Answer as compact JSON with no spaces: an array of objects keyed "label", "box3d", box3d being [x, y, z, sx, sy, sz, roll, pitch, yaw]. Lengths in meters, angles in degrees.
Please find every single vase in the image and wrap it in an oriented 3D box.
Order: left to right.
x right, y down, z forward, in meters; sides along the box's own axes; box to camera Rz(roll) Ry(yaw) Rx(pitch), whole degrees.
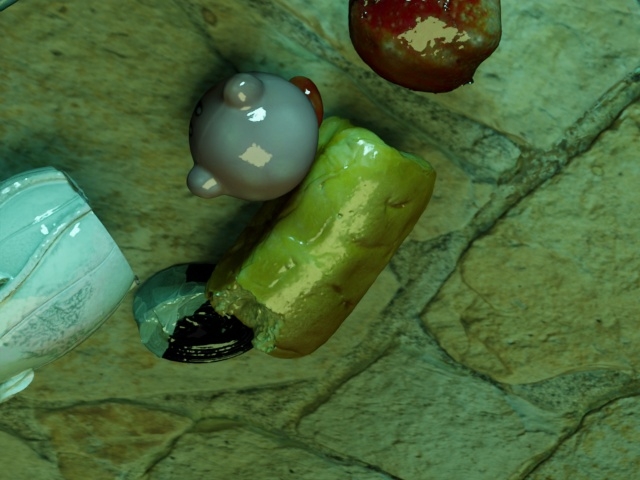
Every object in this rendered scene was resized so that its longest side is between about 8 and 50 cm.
[{"label":"vase","box3d":[-0.456,0.103,1.577,0.445,0.250,0.250,-38,136,-14]}]

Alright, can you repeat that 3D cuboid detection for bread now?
[{"label":"bread","box3d":[0.005,0.004,1.734,0.195,0.149,0.344,28,103,-34]}]

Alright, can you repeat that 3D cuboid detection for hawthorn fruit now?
[{"label":"hawthorn fruit","box3d":[0.110,-0.283,1.552,0.235,0.181,0.181,21,121,-33]}]

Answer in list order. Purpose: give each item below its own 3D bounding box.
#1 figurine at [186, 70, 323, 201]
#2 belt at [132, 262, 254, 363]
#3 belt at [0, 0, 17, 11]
[{"label":"figurine","box3d":[-0.088,-0.131,1.613,0.173,0.173,0.173,-10,133,-11]},{"label":"belt","box3d":[-0.175,0.107,1.856,0.198,0.078,0.151,3,131,-20]},{"label":"belt","box3d":[-0.365,-0.402,1.256,0.300,0.173,0.436,30,117,-25]}]
